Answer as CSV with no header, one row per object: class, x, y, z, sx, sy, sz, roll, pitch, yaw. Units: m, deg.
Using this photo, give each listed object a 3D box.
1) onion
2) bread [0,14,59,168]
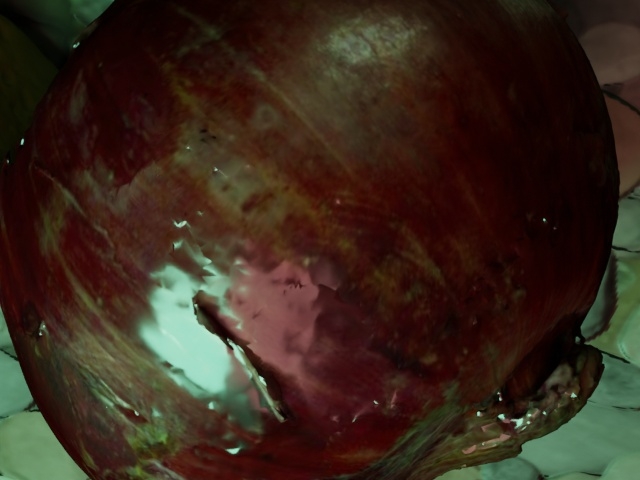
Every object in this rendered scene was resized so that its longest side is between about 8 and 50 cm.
onion,0.000,0.000,0.751,0.276,0.276,0.276,2,136,2
bread,-0.214,-0.005,0.802,0.183,0.211,0.224,-27,123,19
